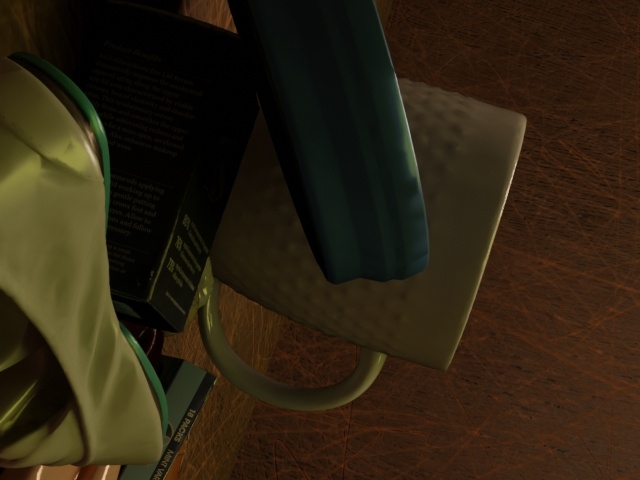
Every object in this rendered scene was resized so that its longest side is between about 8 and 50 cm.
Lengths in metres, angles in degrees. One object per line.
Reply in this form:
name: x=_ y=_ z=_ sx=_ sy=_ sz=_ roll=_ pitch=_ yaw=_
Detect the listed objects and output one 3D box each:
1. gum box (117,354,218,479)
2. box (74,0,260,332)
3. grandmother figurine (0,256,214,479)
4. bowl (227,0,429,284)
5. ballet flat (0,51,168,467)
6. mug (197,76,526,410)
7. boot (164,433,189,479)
gum box: x=-0.172 y=0.189 z=1.104 sx=0.157 sy=0.041 sz=0.184 roll=-62 pitch=-165 yaw=-11
box: x=-0.131 y=-0.050 z=0.854 sx=0.153 sy=0.108 sz=0.207 roll=84 pitch=23 yaw=-76
grandmother figurine: x=-0.183 y=0.133 z=0.975 sx=0.208 sy=0.104 sz=0.342 roll=115 pitch=0 yaw=-52
bowl: x=-0.018 y=-0.149 z=0.856 sx=0.391 sy=0.077 sz=0.391 roll=162 pitch=-90 yaw=-87
ballet flat: x=-0.184 y=0.058 z=0.688 sx=0.400 sy=0.139 sz=0.139 roll=93 pitch=15 yaw=-54
mug: x=0.000 y=0.000 z=1.182 sx=0.276 sy=0.328 sz=0.374 roll=-50 pitch=157 yaw=-76
boot: x=-0.203 y=0.277 z=1.384 sx=0.197 sy=0.073 sz=0.152 roll=-171 pitch=-80 yaw=-83
